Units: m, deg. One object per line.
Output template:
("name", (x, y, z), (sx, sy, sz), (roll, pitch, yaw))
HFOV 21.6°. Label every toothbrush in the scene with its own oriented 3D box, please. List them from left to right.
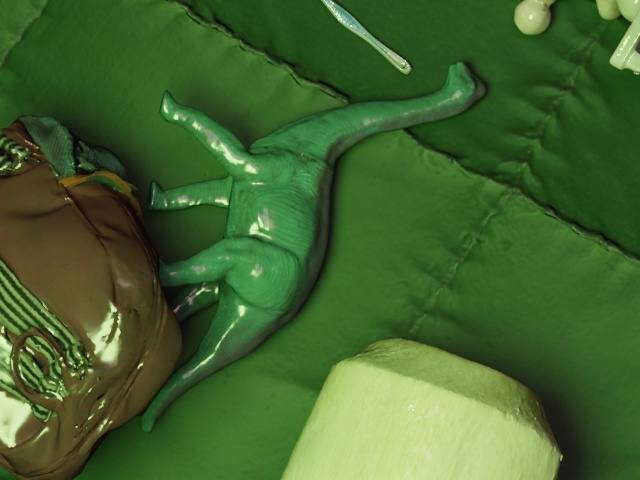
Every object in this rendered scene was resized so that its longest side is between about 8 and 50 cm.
("toothbrush", (0.030, -0.223, 1.704), (0.162, 0.017, 0.014), (41, 86, 10))

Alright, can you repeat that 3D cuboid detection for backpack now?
("backpack", (-0.257, 0.065, 1.481), (0.283, 0.197, 0.317), (-52, 42, 9))

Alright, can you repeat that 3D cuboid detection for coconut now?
("coconut", (0.081, 0.229, 1.478), (0.237, 0.237, 0.266), (25, 75, 7))

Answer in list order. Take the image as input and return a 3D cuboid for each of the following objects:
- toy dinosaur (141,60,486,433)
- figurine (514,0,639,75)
("toy dinosaur", (0.000, 0.000, 1.618), (0.331, 0.129, 0.383), (3, 77, -8))
("figurine", (0.259, -0.280, 1.662), (0.257, 0.182, 0.144), (35, 37, 15))
